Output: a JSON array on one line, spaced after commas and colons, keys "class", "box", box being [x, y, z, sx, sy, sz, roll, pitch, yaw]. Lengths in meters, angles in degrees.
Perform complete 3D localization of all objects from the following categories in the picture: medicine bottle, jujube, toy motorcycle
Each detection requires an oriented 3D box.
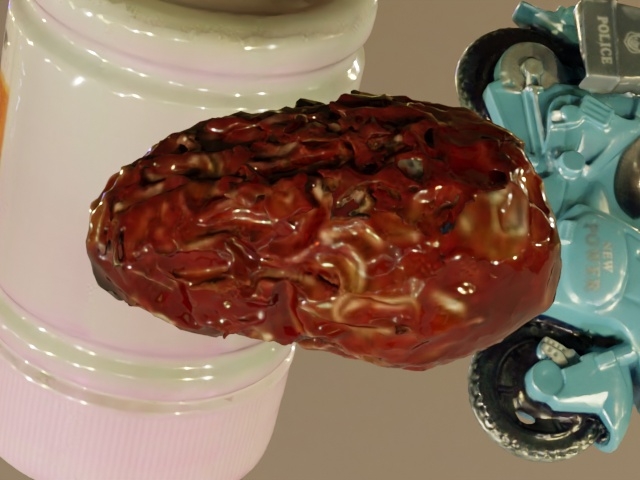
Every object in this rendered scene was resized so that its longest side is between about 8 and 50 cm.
[{"class": "medicine bottle", "box": [-0.095, -0.027, 1.098, 0.202, 0.316, 0.202, 11, -149, -6]}, {"class": "jujube", "box": [0.000, -0.002, 0.649, 0.166, 0.104, 0.104, -3, -158, 4]}, {"class": "toy motorcycle", "box": [0.164, -0.007, 1.031, 0.182, 0.272, 0.123, 4, 155, -11]}]
